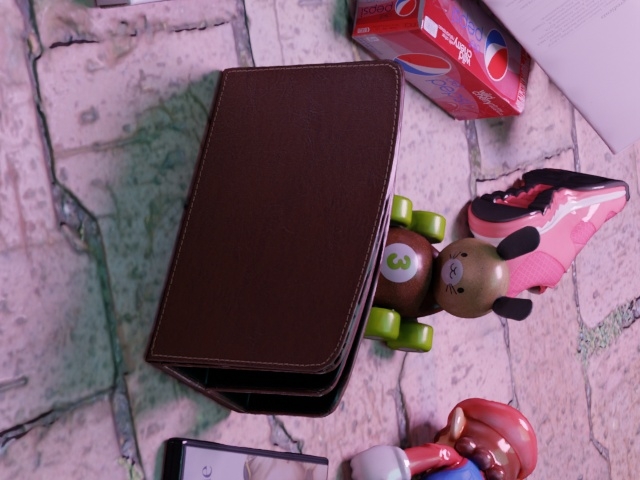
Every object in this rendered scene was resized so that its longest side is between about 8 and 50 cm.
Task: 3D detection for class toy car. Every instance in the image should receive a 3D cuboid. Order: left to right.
[{"bbox_3d":[0.145,0.037,1.758,0.149,0.188,0.155,23,71,-55],"label":"toy car"}]

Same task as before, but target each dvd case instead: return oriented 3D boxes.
[{"bbox_3d":[-0.073,0.290,1.578,0.253,0.022,0.180,18,75,-55],"label":"dvd case"}]

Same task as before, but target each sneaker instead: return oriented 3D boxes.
[{"bbox_3d":[0.282,-0.007,2.067,0.314,0.116,0.136,-19,116,-48],"label":"sneaker"}]

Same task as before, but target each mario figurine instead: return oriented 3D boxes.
[{"bbox_3d":[0.131,0.298,1.801,0.320,0.170,0.198,-50,143,-54],"label":"mario figurine"}]

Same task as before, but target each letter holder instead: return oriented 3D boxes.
[{"bbox_3d":[0.000,0.000,1.516,0.152,0.214,0.302,38,59,-50],"label":"letter holder"}]

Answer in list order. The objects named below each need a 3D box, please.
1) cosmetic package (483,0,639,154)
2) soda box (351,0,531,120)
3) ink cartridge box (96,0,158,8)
[{"bbox_3d":[0.290,-0.296,1.922,0.385,0.156,0.217,42,19,-45],"label":"cosmetic package"},{"bbox_3d":[0.140,-0.219,1.839,0.263,0.092,0.083,30,64,-53],"label":"soda box"},{"bbox_3d":[-0.130,-0.329,1.474,0.223,0.045,0.224,-21,107,-55],"label":"ink cartridge box"}]
